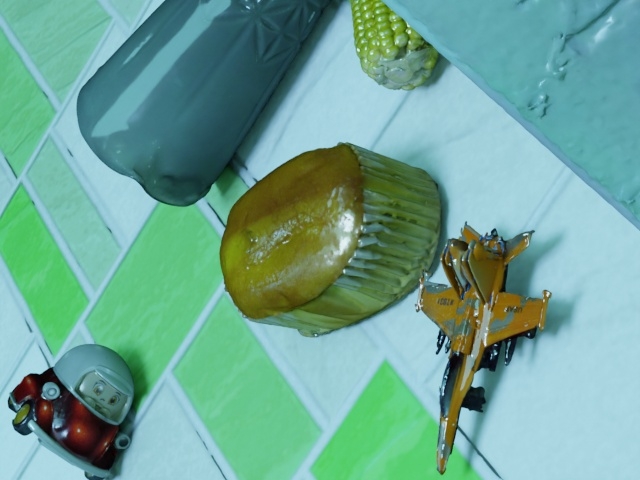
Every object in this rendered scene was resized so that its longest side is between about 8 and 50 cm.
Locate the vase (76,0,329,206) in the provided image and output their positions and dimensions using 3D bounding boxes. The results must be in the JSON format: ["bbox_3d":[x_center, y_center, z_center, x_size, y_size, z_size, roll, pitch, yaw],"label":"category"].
[{"bbox_3d":[-0.088,-0.198,1.450,0.301,0.156,0.251,-51,16,13],"label":"vase"}]

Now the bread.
[{"bbox_3d":[0.000,0.000,1.268,0.190,0.114,0.132,-34,52,43],"label":"bread"}]

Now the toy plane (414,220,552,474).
[{"bbox_3d":[0.115,0.080,1.139,0.135,0.062,0.188,5,91,51],"label":"toy plane"}]

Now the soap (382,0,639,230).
[{"bbox_3d":[0.171,-0.202,0.890,0.261,0.446,0.156,-44,9,28],"label":"soap"}]

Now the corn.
[{"bbox_3d":[0.062,-0.245,1.327,0.081,0.081,0.248,-28,52,39],"label":"corn"}]

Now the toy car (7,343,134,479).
[{"bbox_3d":[-0.234,0.151,1.484,0.112,0.112,0.139,-51,29,-2],"label":"toy car"}]
